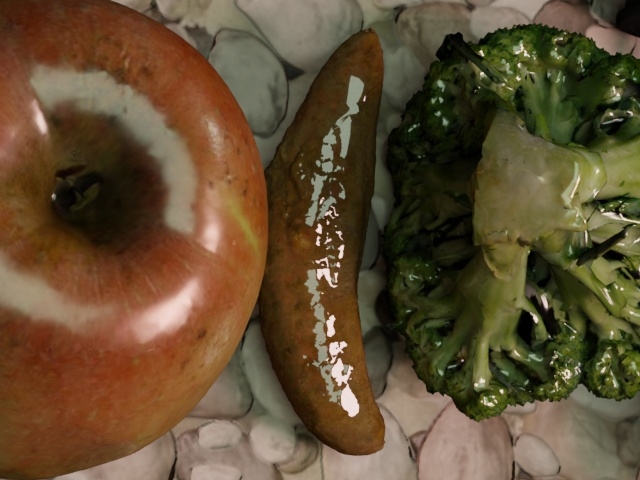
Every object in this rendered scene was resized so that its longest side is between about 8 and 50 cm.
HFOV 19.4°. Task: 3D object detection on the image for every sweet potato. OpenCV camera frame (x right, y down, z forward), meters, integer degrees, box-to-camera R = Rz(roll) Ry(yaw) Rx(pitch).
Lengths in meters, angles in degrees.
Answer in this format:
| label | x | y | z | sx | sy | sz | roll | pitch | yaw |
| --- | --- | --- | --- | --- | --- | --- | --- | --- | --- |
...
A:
| label | x | y | z | sx | sy | sz | roll | pitch | yaw |
| --- | --- | --- | --- | --- | --- | --- | --- | --- | --- |
| sweet potato | -0.003 | 0.002 | 1.490 | 0.114 | 0.092 | 0.341 | 2 | 95 | 15 |

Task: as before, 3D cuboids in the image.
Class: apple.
| label | x | y | z | sx | sy | sz | roll | pitch | yaw |
| --- | --- | --- | --- | --- | --- | --- | --- | --- | --- |
| apple | -0.203 | -0.004 | 1.334 | 0.338 | 0.305 | 0.338 | 4 | 78 | -19 |

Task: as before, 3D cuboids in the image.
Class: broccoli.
| label | x | y | z | sx | sy | sz | roll | pitch | yaw |
| --- | --- | --- | --- | --- | --- | --- | --- | --- | --- |
| broccoli | 0.185 | -0.019 | 1.447 | 0.304 | 0.283 | 0.321 | 0 | 84 | 14 |

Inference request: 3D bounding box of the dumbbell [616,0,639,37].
| label | x | y | z | sx | sy | sz | roll | pitch | yaw |
| --- | --- | --- | --- | --- | --- | --- | --- | --- | --- |
| dumbbell | 0.295 | -0.144 | 1.581 | 0.099 | 0.099 | 0.208 | 9 | 83 | -15 |
